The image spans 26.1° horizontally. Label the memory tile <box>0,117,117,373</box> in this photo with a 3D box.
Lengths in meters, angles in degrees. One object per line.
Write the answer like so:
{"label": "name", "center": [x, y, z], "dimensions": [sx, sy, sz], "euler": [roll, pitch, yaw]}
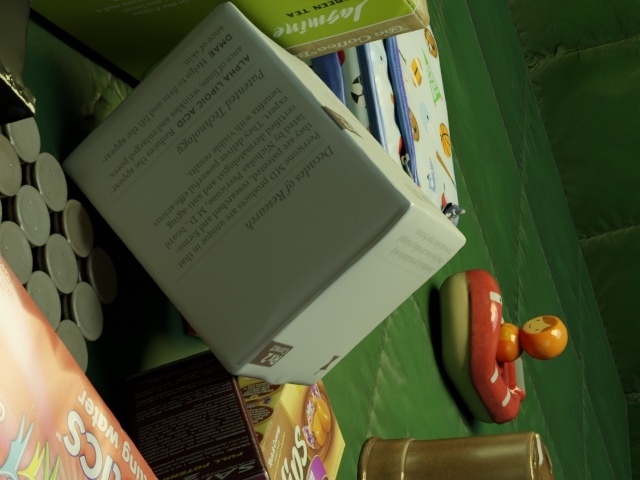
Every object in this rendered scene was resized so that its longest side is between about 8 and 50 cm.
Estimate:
{"label": "memory tile", "center": [-0.163, 0.001, 0.805], "dimensions": [0.113, 0.012, 0.148], "euler": [-79, 150, -53]}

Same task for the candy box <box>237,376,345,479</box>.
{"label": "candy box", "center": [-0.035, 0.166, 1.032], "dimensions": [0.186, 0.053, 0.109], "euler": [-69, 143, -63]}

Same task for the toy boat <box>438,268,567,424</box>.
{"label": "toy boat", "center": [0.239, 0.129, 1.760], "dimensions": [0.231, 0.151, 0.151], "euler": [57, 26, -50]}

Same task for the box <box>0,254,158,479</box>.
{"label": "box", "center": [-0.148, 0.144, 0.532], "dimensions": [0.154, 0.142, 0.300], "euler": [-82, 153, -47]}

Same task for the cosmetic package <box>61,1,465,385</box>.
{"label": "cosmetic package", "center": [-0.032, -0.023, 0.888], "dimensions": [0.183, 0.151, 0.151], "euler": [48, 8, 18]}

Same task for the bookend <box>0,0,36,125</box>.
{"label": "bookend", "center": [-0.205, -0.158, 0.680], "dimensions": [0.156, 0.072, 0.157], "euler": [54, 28, -55]}

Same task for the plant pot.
{"label": "plant pot", "center": [0.141, 0.258, 1.334], "dimensions": [0.167, 0.165, 0.167], "euler": [-13, 90, -73]}

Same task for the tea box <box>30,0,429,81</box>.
{"label": "tea box", "center": [-0.094, -0.311, 0.891], "dimensions": [0.323, 0.220, 0.329], "euler": [31, 49, -68]}

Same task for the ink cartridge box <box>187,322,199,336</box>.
{"label": "ink cartridge box", "center": [-0.052, -0.002, 1.012], "dimensions": [0.056, 0.099, 0.135], "euler": [25, 53, -68]}

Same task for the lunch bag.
{"label": "lunch bag", "center": [0.057, -0.136, 1.439], "dimensions": [0.243, 0.115, 0.303], "euler": [23, 55, -67]}

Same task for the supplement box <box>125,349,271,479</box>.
{"label": "supplement box", "center": [-0.058, 0.158, 0.786], "dimensions": [0.239, 0.073, 0.130], "euler": [-133, -154, -76]}
